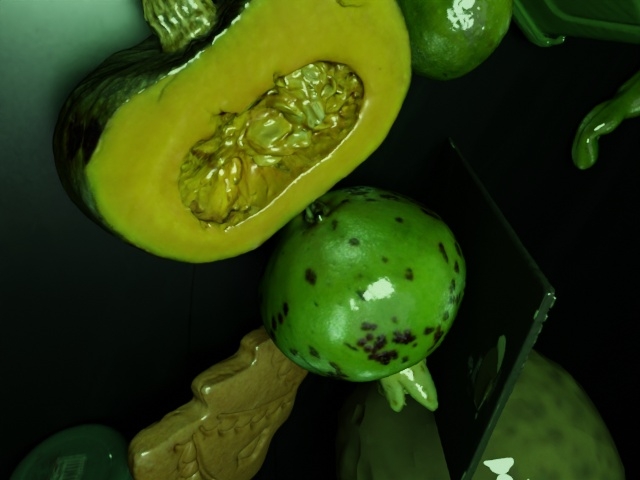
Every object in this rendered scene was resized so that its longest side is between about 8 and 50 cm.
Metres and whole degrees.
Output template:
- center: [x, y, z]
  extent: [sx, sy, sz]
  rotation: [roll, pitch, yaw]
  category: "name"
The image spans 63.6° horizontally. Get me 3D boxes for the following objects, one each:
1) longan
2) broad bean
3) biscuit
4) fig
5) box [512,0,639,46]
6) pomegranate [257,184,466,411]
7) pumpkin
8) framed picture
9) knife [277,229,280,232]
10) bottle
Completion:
- center: [0.205, 0.320, 0.716]
  extent: [0.390, 0.391, 0.392]
  rotation: [-14, 127, -20]
  category: "longan"
- center: [0.428, -0.191, 0.717]
  extent: [0.070, 0.048, 0.214]
  rotation: [32, 103, -39]
  category: "broad bean"
- center: [-0.094, 0.212, 0.651]
  extent: [0.306, 0.043, 0.284]
  rotation: [-54, 149, -7]
  category: "biscuit"
- center: [0.101, -0.231, 0.465]
  extent: [0.123, 0.123, 0.156]
  rotation: [-46, 121, 6]
  category: "fig"
- center: [0.303, -0.351, 0.454]
  extent: [0.252, 0.178, 0.329]
  rotation: [27, 105, -40]
  category: "box"
- center: [0.049, 0.062, 0.532]
  extent: [0.211, 0.211, 0.263]
  rotation: [-31, 117, -7]
  category: "pomegranate"
- center: [-0.080, -0.125, 0.428]
  extent: [0.317, 0.139, 0.222]
  rotation: [-36, 134, 1]
  category: "pumpkin"
- center: [0.144, 0.057, 0.562]
  extent: [0.013, 0.324, 0.244]
  rotation: [6, 121, -5]
  category: "framed picture"
- center: [-0.002, 0.002, 0.629]
  extent: [0.244, 0.032, 0.058]
  rotation: [30, 99, -43]
  category: "knife"
- center: [-0.263, 0.390, 0.665]
  extent: [0.143, 0.144, 0.336]
  rotation: [-20, 128, -16]
  category: "bottle"
